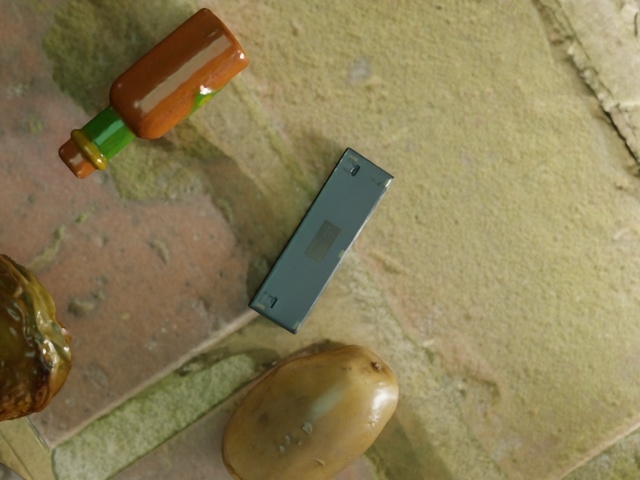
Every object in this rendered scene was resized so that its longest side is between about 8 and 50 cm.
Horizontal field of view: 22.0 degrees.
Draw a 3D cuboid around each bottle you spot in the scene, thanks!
[{"bbox_3d":[-0.153,-0.126,1.469,0.187,0.069,0.069,-39,103,-3],"label":"bottle"}]

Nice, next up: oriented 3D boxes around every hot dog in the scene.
[{"bbox_3d":[-0.339,0.094,1.432,0.259,0.114,0.175,-11,101,4],"label":"hot dog"}]

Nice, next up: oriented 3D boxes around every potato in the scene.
[{"bbox_3d":[-0.013,0.166,1.514,0.178,0.118,0.109,-42,68,9],"label":"potato"}]

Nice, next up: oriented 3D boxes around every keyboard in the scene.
[{"bbox_3d":[0.000,0.000,1.542,0.055,0.014,0.176,32,90,-14],"label":"keyboard"}]

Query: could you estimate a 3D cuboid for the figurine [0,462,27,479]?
[{"bbox_3d":[-0.320,0.379,1.458,0.274,0.227,0.394,1,104,-40],"label":"figurine"}]
